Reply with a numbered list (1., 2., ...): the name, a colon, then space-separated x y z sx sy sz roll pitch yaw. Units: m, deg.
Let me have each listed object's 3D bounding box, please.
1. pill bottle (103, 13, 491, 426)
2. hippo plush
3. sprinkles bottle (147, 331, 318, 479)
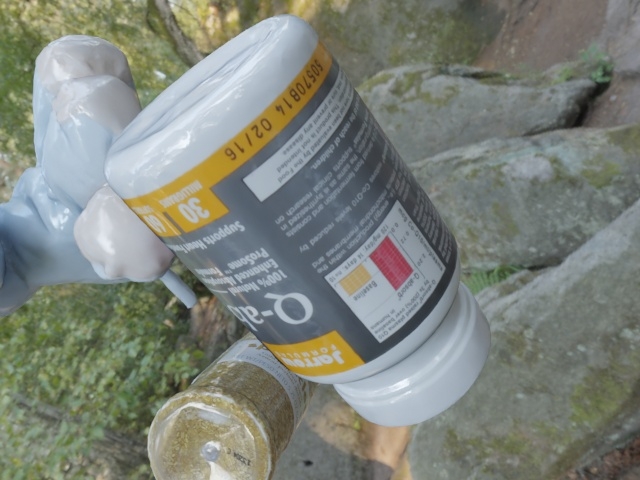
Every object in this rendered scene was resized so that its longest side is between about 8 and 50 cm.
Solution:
1. pill bottle: 0.000 0.000 0.435 0.162 0.278 0.162 -30 27 17
2. hippo plush: -0.260 -0.034 0.539 0.294 0.237 0.234 127 126 -75
3. sprinkles bottle: -0.066 0.167 0.701 0.121 0.121 0.355 -64 -6 11
